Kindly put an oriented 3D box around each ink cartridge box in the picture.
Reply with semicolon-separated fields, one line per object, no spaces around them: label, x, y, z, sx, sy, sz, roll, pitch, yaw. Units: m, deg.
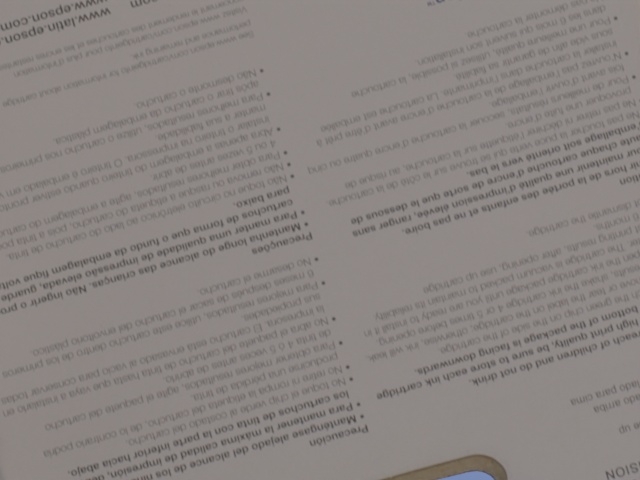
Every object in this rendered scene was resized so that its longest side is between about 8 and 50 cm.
ink cartridge box;0.000;0.000;0.525;0.045;0.223;0.224;72;-177;-83
